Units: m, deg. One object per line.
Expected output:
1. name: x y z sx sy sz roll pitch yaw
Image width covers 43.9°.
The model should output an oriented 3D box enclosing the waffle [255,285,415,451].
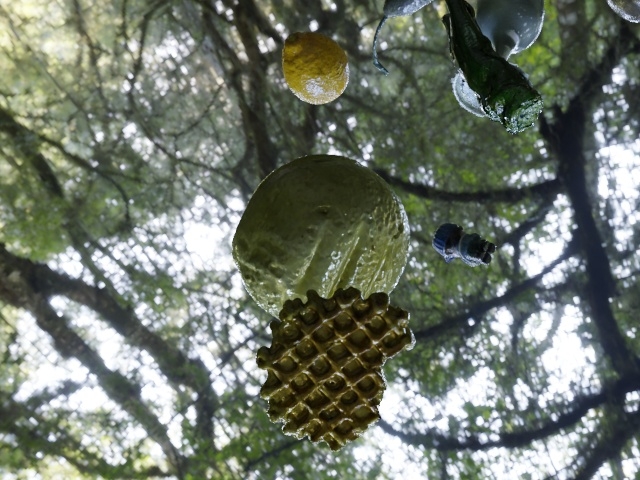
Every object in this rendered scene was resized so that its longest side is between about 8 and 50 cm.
1. waffle: 0.027 0.197 1.220 0.249 0.253 0.056 -6 -172 -5

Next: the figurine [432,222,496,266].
1. figurine: 0.279 0.010 1.587 0.136 0.079 0.077 20 -93 65

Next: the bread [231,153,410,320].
1. bread: 0.007 0.006 1.454 0.320 0.320 0.237 -40 -132 -12

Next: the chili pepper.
1. chili pepper: 0.206 -0.228 1.025 0.061 0.098 0.224 -27 -120 -3

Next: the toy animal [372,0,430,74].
1. toy animal: 0.156 -0.451 1.590 0.079 0.253 0.070 47 -145 18

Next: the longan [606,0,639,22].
1. longan: 0.680 -0.524 1.636 0.185 0.159 0.204 -4 -125 -15

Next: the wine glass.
1. wine glass: 0.338 -0.379 1.467 0.144 0.143 0.321 -4 -130 33

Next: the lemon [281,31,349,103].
1. lemon: -0.012 -0.373 1.703 0.142 0.187 0.142 -18 -129 24
